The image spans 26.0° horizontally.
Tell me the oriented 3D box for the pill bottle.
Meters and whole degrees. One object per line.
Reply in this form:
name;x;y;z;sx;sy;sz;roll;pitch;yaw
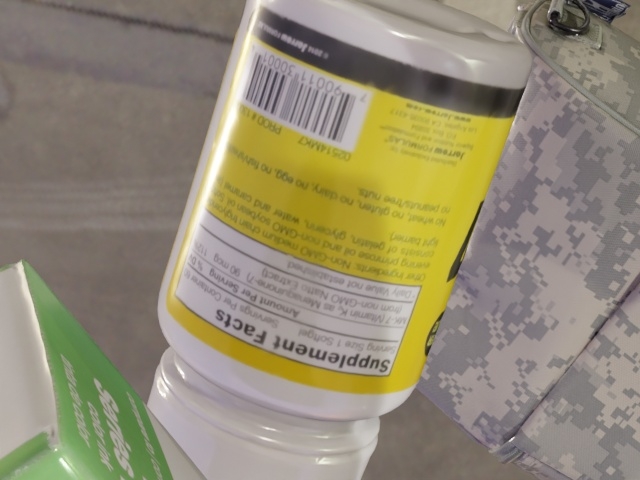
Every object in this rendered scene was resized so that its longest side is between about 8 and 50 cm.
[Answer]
pill bottle;0.000;0.000;0.578;0.119;0.119;0.208;26;108;22

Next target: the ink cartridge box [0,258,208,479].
ink cartridge box;-0.085;0.180;0.417;0.278;0.201;0.117;56;178;-28

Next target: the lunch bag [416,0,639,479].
lunch bag;0.183;0.002;1.002;0.256;0.212;0.305;30;121;-5
